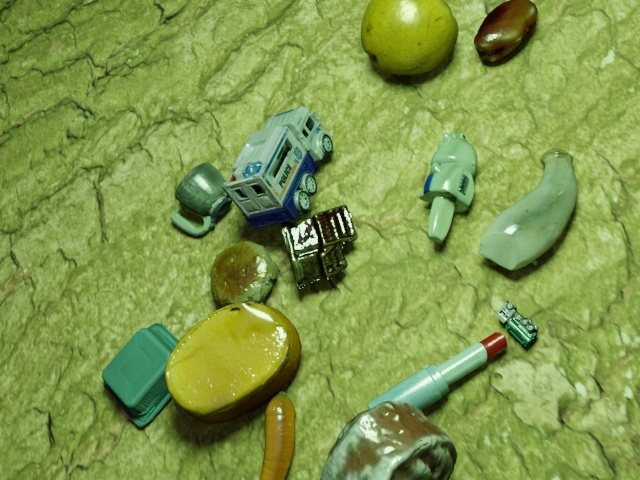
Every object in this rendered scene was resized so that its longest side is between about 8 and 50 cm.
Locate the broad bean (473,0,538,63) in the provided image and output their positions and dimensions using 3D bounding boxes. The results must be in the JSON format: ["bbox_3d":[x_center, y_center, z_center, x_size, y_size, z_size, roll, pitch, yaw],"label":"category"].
[{"bbox_3d":[0.398,-0.458,1.471,0.114,0.084,0.165,21,69,29],"label":"broad bean"}]

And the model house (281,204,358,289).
[{"bbox_3d":[0.002,0.007,1.387,0.152,0.106,0.165,-17,76,3],"label":"model house"}]

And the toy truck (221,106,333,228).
[{"bbox_3d":[-0.082,-0.165,1.405,0.124,0.155,0.268,-11,42,34],"label":"toy truck"}]

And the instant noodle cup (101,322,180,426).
[{"bbox_3d":[-0.362,0.265,1.398,0.157,0.070,0.179,37,83,29],"label":"instant noodle cup"}]

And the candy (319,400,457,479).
[{"bbox_3d":[0.109,0.368,1.086,0.214,0.289,0.157,-43,55,-8],"label":"candy"}]

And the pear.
[{"bbox_3d":[0.184,-0.453,1.466,0.209,0.209,0.209,-7,65,15],"label":"pear"}]

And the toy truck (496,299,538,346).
[{"bbox_3d":[0.358,0.151,1.241,0.044,0.039,0.083,-47,63,9],"label":"toy truck"}]

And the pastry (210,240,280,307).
[{"bbox_3d":[-0.160,0.074,1.411,0.153,0.081,0.153,-5,70,14],"label":"pastry"}]

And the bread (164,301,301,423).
[{"bbox_3d":[-0.168,0.232,1.308,0.269,0.143,0.195,-35,73,-4],"label":"bread"}]

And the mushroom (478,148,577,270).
[{"bbox_3d":[0.415,-0.060,1.289,0.118,0.103,0.270,35,70,21],"label":"mushroom"}]

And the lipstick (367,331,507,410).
[{"bbox_3d":[0.215,0.247,1.227,0.274,0.068,0.061,-30,54,-5],"label":"lipstick"}]

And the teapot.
[{"bbox_3d":[-0.260,-0.087,1.501,0.108,0.111,0.149,42,78,14],"label":"teapot"}]

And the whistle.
[{"bbox_3d":[0.253,-0.110,1.356,0.092,0.110,0.244,-5,62,50],"label":"whistle"}]

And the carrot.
[{"bbox_3d":[-0.087,0.414,1.255,0.066,0.062,0.271,12,72,-13],"label":"carrot"}]
